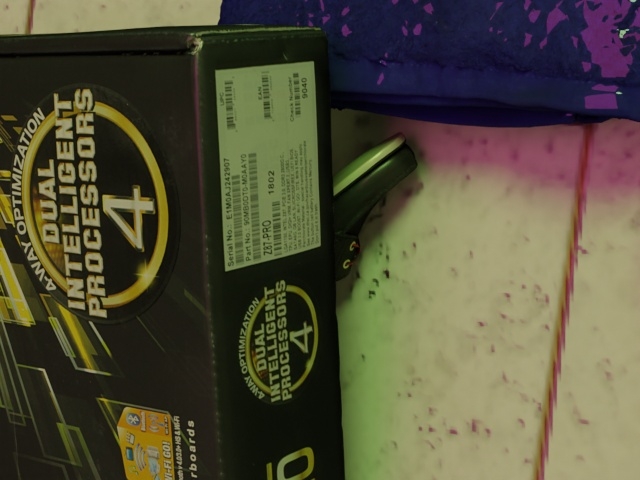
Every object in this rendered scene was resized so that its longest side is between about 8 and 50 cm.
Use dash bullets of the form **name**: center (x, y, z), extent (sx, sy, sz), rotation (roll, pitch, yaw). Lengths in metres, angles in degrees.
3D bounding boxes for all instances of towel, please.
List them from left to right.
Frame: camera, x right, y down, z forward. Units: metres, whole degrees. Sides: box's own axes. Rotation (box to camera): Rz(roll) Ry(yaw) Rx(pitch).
- **towel**: center (0.071, -0.205, 0.566), extent (0.228, 0.076, 0.308), rotation (10, 95, 31)

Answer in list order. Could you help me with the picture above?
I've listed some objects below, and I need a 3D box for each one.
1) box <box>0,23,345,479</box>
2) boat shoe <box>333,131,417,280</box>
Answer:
- **box**: center (-0.134, 0.093, 0.647), extent (0.318, 0.097, 0.394), rotation (7, 104, 39)
- **boat shoe**: center (0.000, -0.001, 0.626), extent (0.042, 0.049, 0.133), rotation (47, 111, -2)
